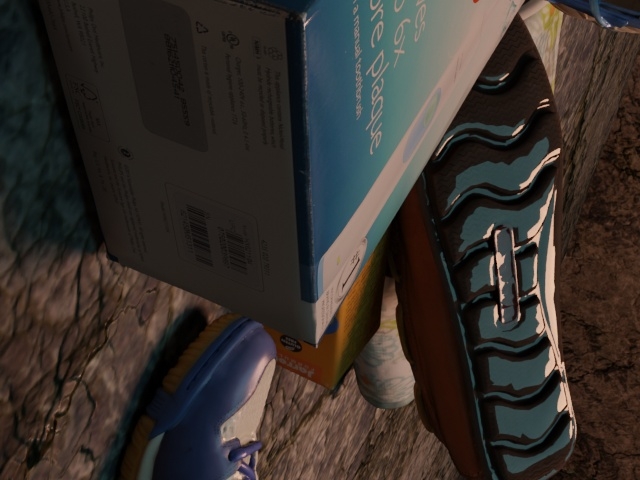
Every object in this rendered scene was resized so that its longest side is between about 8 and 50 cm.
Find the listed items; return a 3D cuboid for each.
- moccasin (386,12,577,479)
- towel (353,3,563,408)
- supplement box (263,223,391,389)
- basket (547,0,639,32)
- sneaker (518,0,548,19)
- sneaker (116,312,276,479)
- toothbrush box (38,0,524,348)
[{"bbox_3d":[0.105,-0.005,0.880,0.139,0.147,0.380,-24,113,-23],"label":"moccasin"},{"bbox_3d":[0.124,-0.050,1.130,0.374,0.090,0.320,-61,160,-21],"label":"towel"},{"bbox_3d":[0.000,0.000,0.807,0.080,0.078,0.233,-56,160,-34],"label":"supplement box"},{"bbox_3d":[0.176,-0.247,0.746,0.289,0.255,0.201,-105,-142,-86],"label":"basket"},{"bbox_3d":[0.199,-0.300,1.010,0.292,0.110,0.118,-63,172,-11],"label":"sneaker"},{"bbox_3d":[-0.067,0.196,0.765,0.112,0.131,0.296,-2,113,-70],"label":"sneaker"},{"bbox_3d":[0.010,-0.136,0.571,0.295,0.126,0.216,-58,161,-33],"label":"toothbrush box"}]
